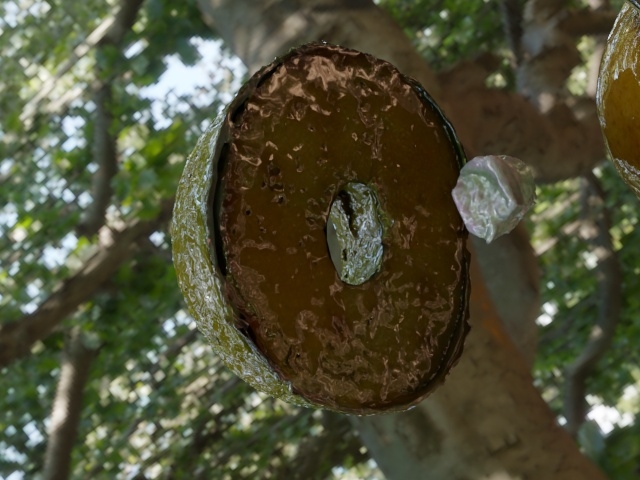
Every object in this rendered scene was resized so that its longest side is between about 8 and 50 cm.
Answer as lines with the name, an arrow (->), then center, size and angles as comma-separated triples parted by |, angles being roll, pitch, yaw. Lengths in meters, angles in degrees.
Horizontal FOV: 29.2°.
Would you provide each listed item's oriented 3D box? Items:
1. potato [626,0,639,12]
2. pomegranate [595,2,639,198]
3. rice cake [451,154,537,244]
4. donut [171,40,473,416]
potato -> 0.184, -0.142, 0.559 | 0.182, 0.117, 0.202 | 39, -164, -10
pomegranate -> 0.330, -0.113, 0.819 | 0.307, 0.307, 0.307 | 45, -160, -21
rice cake -> 0.128, -0.036, 0.882 | 0.055, 0.049, 0.270 | 48, -169, 5
donut -> 0.000, 0.000, 0.909 | 0.272, 0.107, 0.272 | 11, -108, -36
